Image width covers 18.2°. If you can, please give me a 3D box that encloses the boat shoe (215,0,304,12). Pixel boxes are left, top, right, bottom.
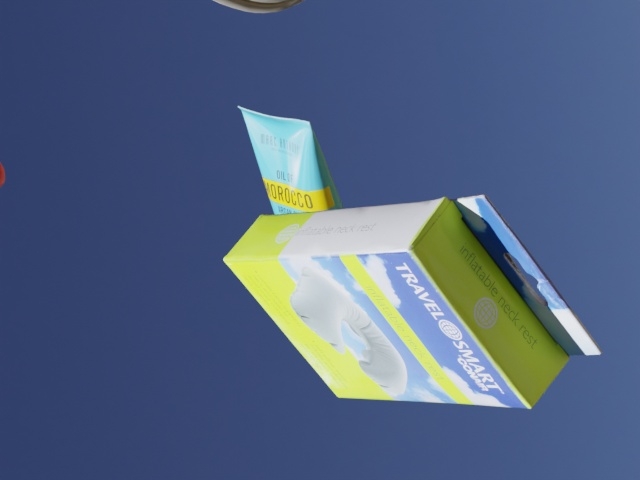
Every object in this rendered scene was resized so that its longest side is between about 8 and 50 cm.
[{"bbox_3d":[-0.058,-0.161,0.740,0.206,0.075,0.065,41,-162,-48],"label":"boat shoe"}]

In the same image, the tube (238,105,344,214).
[{"bbox_3d":[0.000,0.000,1.391,0.052,0.080,0.207,-38,-58,-32],"label":"tube"}]

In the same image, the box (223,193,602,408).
[{"bbox_3d":[0.042,0.032,0.983,0.109,0.178,0.042,51,-118,-22],"label":"box"}]

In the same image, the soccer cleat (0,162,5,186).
[{"bbox_3d":[-0.480,-0.093,2.144,0.318,0.116,0.108,26,-137,-51],"label":"soccer cleat"}]
